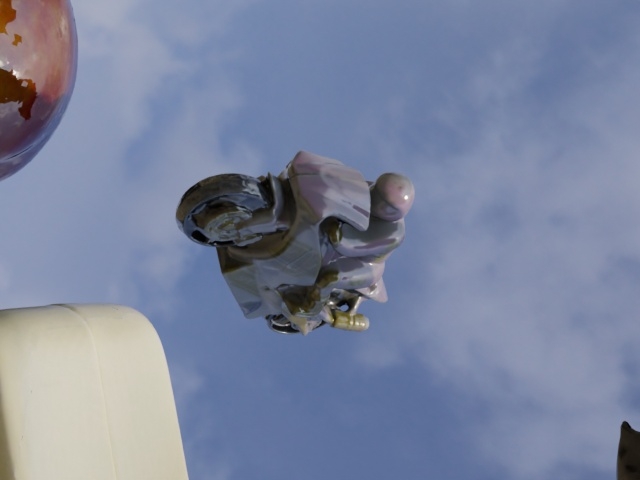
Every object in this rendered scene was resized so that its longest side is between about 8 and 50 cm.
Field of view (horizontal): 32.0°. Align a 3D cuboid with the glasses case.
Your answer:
[{"bbox_3d":[-0.180,0.112,0.398,0.313,0.070,0.131,-16,-99,34],"label":"glasses case"}]

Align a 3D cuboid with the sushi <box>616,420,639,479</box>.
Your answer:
[{"bbox_3d":[0.316,0.161,0.552,0.294,0.281,0.299,-9,-91,62],"label":"sushi"}]

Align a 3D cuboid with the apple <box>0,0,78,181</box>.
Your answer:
[{"bbox_3d":[-0.332,-0.166,0.810,0.288,0.288,0.316,-19,-87,36],"label":"apple"}]

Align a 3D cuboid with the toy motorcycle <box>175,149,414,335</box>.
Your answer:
[{"bbox_3d":[0.000,0.000,0.792,0.152,0.225,0.073,-21,-122,8],"label":"toy motorcycle"}]
